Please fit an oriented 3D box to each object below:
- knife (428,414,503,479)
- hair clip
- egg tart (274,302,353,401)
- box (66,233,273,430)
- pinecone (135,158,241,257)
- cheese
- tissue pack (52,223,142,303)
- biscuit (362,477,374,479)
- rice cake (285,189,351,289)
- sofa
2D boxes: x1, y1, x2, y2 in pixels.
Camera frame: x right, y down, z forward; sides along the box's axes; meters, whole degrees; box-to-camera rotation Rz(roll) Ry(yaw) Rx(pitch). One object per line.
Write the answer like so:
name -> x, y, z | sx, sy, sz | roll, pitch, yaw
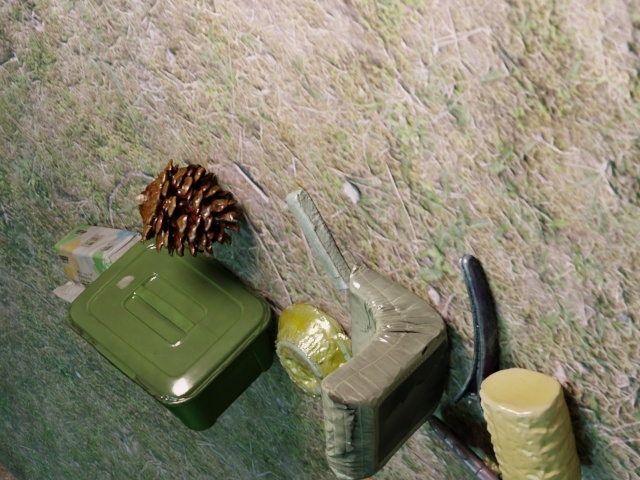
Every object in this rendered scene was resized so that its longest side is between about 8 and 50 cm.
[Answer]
knife -> 0.303, 0.394, 1.804 | 0.398, 0.038, 0.132 | 45, -176, 12
hair clip -> 0.217, 0.132, 1.671 | 0.083, 0.048, 0.275 | 30, 139, 38
egg tart -> -0.009, 0.194, 2.015 | 0.197, 0.078, 0.197 | 38, 149, 29
box -> -0.251, 0.163, 2.177 | 0.328, 0.253, 0.178 | 35, 159, 31
pinecone -> -0.210, -0.046, 1.978 | 0.173, 0.173, 0.174 | 35, 147, 28
cheese -> 0.284, 0.262, 1.656 | 0.123, 0.093, 0.167 | 20, 134, 53
tissue pack -> -0.428, 0.073, 2.413 | 0.229, 0.145, 0.159 | 8, 128, 51
biscuit -> 0.142, 0.548, 2.232 | 0.183, 0.043, 0.280 | 2, 120, 58
rice cake -> 0.001, 0.000, 1.840 | 0.033, 0.029, 0.171 | -8, 114, 53
sofa -> 0.058, 0.191, 1.767 | 0.176, 0.225, 0.210 | 31, 147, 28
